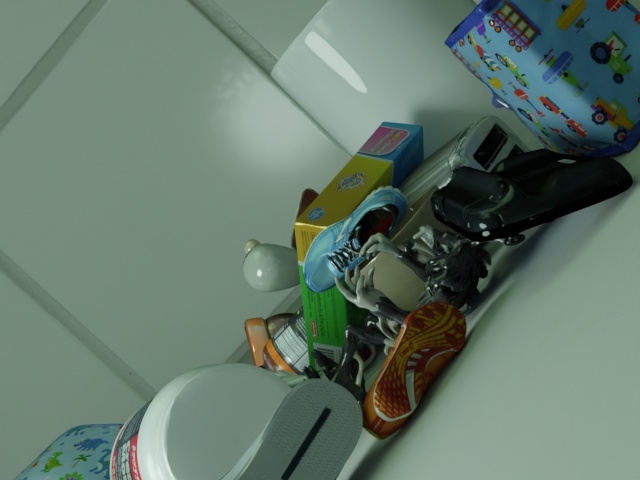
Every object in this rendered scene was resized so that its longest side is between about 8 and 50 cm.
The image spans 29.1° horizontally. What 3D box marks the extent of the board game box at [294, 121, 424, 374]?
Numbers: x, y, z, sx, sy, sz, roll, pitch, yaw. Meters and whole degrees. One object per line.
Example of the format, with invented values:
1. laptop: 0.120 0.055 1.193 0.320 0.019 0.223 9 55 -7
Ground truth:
1. board game box: 0.066 0.009 1.703 0.316 0.064 0.242 -51 -38 -51

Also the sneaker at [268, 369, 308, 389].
1. sneaker: -0.104 0.264 1.638 0.292 0.110 0.118 -39 12 -33

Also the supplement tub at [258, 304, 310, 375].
1. supplement tub: -0.014 0.159 1.851 0.198 0.106 0.106 -47 3 11

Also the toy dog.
1. toy dog: 0.000 0.000 1.928 0.220 0.161 0.333 -50 -32 9

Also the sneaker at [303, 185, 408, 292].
1. sneaker: 0.037 0.001 1.476 0.162 0.063 0.073 -47 6 14

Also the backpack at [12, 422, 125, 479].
1. backpack: -0.391 0.460 1.998 0.290 0.273 0.355 -10 7 32

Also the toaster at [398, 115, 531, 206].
1. toaster: 0.199 -0.073 1.675 0.146 0.129 0.227 -40 5 38

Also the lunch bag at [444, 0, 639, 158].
1. lunch bag: 0.258 -0.193 1.436 0.138 0.221 0.293 -48 3 -13

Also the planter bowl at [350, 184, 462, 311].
1. planter bowl: 0.126 0.027 1.523 0.162 0.109 0.162 -47 3 3

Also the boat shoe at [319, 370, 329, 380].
1. boat shoe: 0.015 0.188 1.532 0.063 0.066 0.184 -48 -7 -3

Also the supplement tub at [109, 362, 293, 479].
1. supplement tub: -0.130 0.250 1.422 0.191 0.191 0.272 -49 3 -26

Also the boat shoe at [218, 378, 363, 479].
1. boat shoe: -0.067 0.278 1.133 0.335 0.121 0.119 -46 -17 -32

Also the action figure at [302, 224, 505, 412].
1. action figure: 0.084 0.063 1.362 0.276 0.141 0.164 -49 -6 18

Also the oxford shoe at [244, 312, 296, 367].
1. oxford shoe: -0.058 0.198 2.232 0.133 0.130 0.364 -15 -7 -4

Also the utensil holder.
1. utensil holder: 0.158 -0.241 1.961 0.327 0.385 0.327 -48 3 3

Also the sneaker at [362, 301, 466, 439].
1. sneaker: 0.089 0.124 1.228 0.175 0.064 0.067 -46 -9 -39

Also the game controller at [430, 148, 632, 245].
1. game controller: 0.212 -0.050 1.289 0.166 0.067 0.319 -11 7 -2
